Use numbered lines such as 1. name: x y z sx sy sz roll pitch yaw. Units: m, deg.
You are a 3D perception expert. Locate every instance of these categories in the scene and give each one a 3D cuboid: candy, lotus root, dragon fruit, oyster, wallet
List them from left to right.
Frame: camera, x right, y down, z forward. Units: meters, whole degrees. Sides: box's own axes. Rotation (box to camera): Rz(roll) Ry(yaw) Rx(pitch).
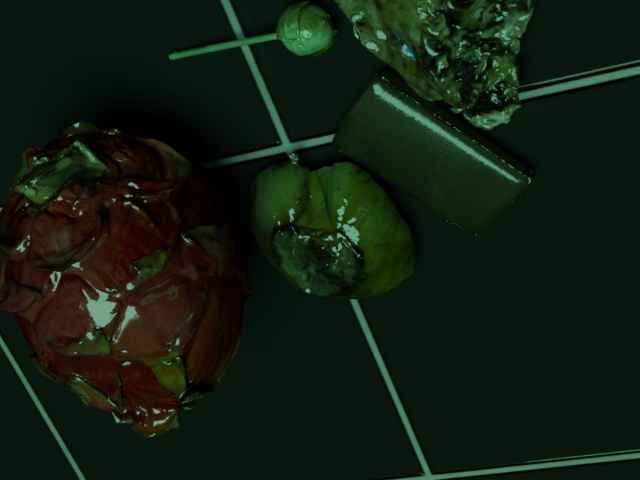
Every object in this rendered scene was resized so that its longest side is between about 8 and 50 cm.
1. dragon fruit: -0.212 0.032 1.450 0.277 0.277 0.342 -9 126 22
2. candy: -0.076 -0.208 1.393 0.202 0.061 0.061 -6 122 30
3. lotus root: 0.002 0.003 1.480 0.183 0.078 0.203 -26 115 39
4. oyster: 0.101 -0.229 1.301 0.223 0.083 0.214 13 124 16
5. wallet: 0.118 -0.091 1.418 0.198 0.031 0.110 32 127 -7
